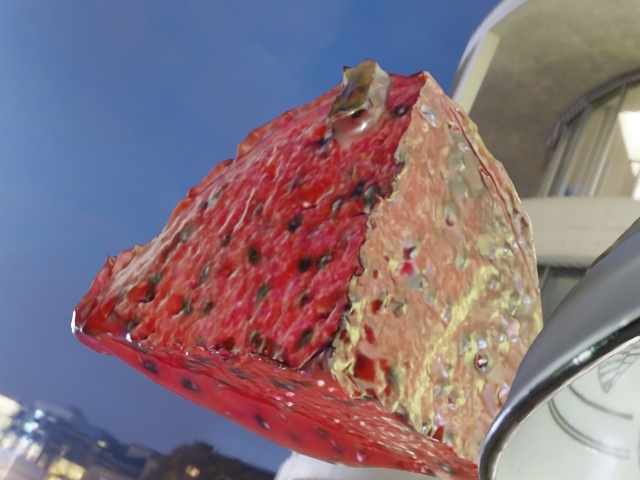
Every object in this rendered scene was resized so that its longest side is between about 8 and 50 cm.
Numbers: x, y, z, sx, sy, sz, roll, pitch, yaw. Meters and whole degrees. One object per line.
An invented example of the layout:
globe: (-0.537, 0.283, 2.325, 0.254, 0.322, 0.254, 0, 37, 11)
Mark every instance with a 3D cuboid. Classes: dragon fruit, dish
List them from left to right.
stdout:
dragon fruit: (-0.032, 0.037, 0.636, 0.330, 0.302, 0.240, -3, -1, 22)
dish: (0.218, 0.039, 0.420, 0.317, 0.106, 0.316, -3, -37, -2)
